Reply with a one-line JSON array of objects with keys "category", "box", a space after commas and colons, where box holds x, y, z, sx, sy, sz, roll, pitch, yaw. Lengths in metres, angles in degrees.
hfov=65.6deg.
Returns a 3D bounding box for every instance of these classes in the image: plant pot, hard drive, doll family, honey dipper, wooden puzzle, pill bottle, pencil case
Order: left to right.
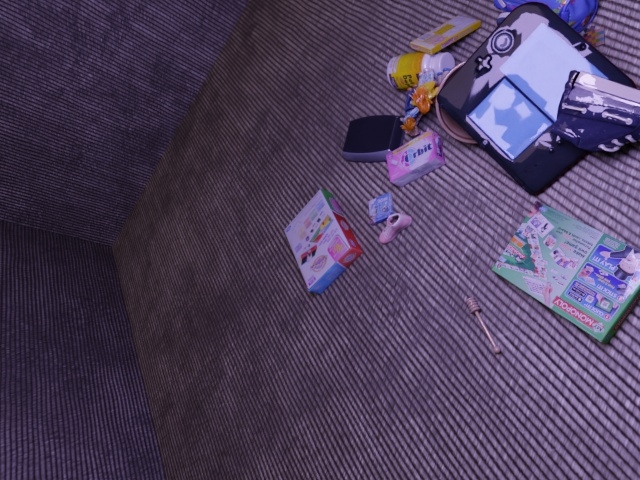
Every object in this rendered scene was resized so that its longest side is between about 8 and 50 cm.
[{"category": "hard drive", "box": [0.186, -0.369, 1.782, 0.255, 0.054, 0.171, 9, 83, 48]}, {"category": "doll family", "box": [0.308, -0.432, 1.572, 0.263, 0.118, 0.163, 140, 142, -60]}, {"category": "pill bottle", "box": [0.334, -0.567, 1.650, 0.215, 0.117, 0.117, 12, 85, 49]}, {"category": "plant pot", "box": [0.451, -0.406, 1.430, 0.237, 0.237, 0.109, -49, 7, 23]}, {"category": "honey dipper", "box": [0.432, 0.224, 1.313, 0.030, 0.030, 0.160, -42, 50, 29]}, {"category": "pencil case", "box": [0.610, -0.674, 1.385, 0.133, 0.119, 0.306, -28, 46, -8]}, {"category": "wooden puzzle", "box": [0.719, -0.530, 1.305, 0.049, 0.006, 0.083, -8, 70, 45]}]

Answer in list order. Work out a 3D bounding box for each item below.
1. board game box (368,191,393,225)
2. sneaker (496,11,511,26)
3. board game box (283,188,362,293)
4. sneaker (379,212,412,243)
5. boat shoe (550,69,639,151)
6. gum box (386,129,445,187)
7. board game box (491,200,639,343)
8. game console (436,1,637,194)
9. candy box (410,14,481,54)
[{"category": "board game box", "box": [0.206, -0.107, 1.688, 0.090, 0.020, 0.090, -23, 58, 40]}, {"category": "sneaker", "box": [0.549, -0.555, 1.438, 0.163, 0.086, 0.226, -51, 45, 19]}, {"category": "board game box", "box": [0.000, 0.000, 1.836, 0.242, 0.064, 0.316, -46, 47, 25]}, {"category": "sneaker", "box": [0.225, -0.043, 1.606, 0.134, 0.070, 0.051, -41, 51, 31]}, {"category": "boat shoe", "box": [0.698, -0.255, 1.118, 0.341, 0.127, 0.158, 33, 120, 28]}, {"category": "gum box", "box": [0.309, -0.264, 1.604, 0.188, 0.062, 0.107, -27, 58, 39]}, {"category": "board game box", "box": [0.594, 0.064, 1.185, 0.317, 0.046, 0.213, 42, 108, 46]}, {"category": "game console", "box": [0.540, -0.364, 1.269, 0.342, 0.060, 0.386, -46, 76, 24]}, {"category": "candy box", "box": [0.402, -0.663, 1.597, 0.206, 0.027, 0.105, -32, 45, -12]}]
